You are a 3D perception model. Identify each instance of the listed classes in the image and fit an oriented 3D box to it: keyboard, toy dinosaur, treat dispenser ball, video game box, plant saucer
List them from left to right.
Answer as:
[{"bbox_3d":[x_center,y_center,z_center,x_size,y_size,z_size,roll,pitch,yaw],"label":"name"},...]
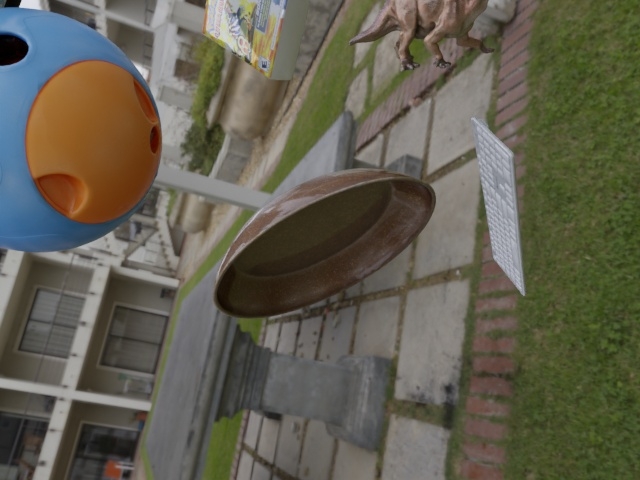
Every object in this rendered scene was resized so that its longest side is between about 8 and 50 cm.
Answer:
[{"bbox_3d":[-0.342,-0.129,0.671,0.288,0.288,0.288,-165,90,-73],"label":"treat dispenser ball"},{"bbox_3d":[-0.087,-0.357,0.764,0.187,0.048,0.205,42,130,35],"label":"video game box"},{"bbox_3d":[0.000,0.000,0.455,0.036,0.199,0.198,62,144,23],"label":"plant saucer"},{"bbox_3d":[0.194,-0.412,0.953,0.127,0.296,0.200,-47,-46,-49],"label":"toy dinosaur"},{"bbox_3d":[0.206,-0.027,0.624,0.256,0.014,0.072,61,-173,-48],"label":"keyboard"}]

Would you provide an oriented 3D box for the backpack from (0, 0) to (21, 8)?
[{"bbox_3d":[-0.521,-0.405,0.677,0.355,0.273,0.290,49,-128,-71],"label":"backpack"}]
